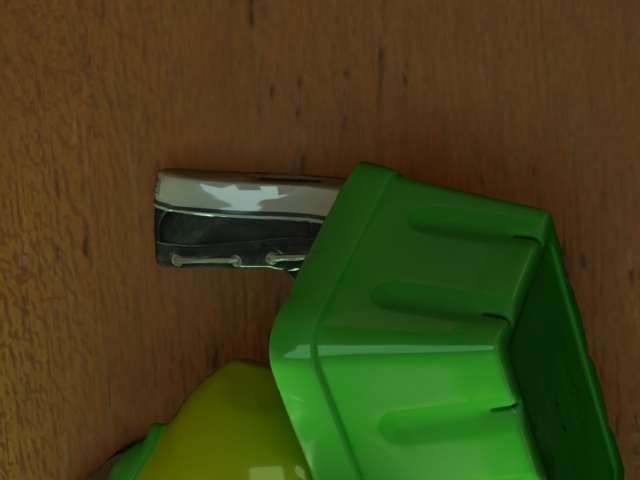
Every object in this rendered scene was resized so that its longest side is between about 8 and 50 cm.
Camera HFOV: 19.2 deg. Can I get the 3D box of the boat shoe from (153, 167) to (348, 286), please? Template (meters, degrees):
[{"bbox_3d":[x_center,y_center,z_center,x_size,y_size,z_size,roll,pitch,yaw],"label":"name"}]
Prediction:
[{"bbox_3d":[0.000,0.000,1.642,0.301,0.108,0.102,5,99,8],"label":"boat shoe"}]

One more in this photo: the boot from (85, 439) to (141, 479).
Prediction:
[{"bbox_3d":[-0.124,0.209,1.694,0.305,0.112,0.115,-42,82,12],"label":"boot"}]

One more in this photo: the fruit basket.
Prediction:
[{"bbox_3d":[0.025,0.153,1.534,0.392,0.283,0.392,13,132,14],"label":"fruit basket"}]
